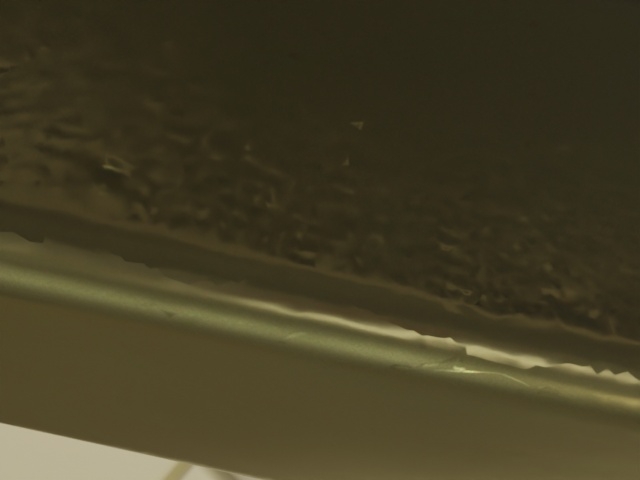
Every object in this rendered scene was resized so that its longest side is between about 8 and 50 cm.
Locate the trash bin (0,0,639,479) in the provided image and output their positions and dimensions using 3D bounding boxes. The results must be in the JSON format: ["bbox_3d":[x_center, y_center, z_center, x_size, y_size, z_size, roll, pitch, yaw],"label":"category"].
[{"bbox_3d":[0.000,0.000,0.481,0.225,0.165,0.115,9,-108,-9],"label":"trash bin"}]
